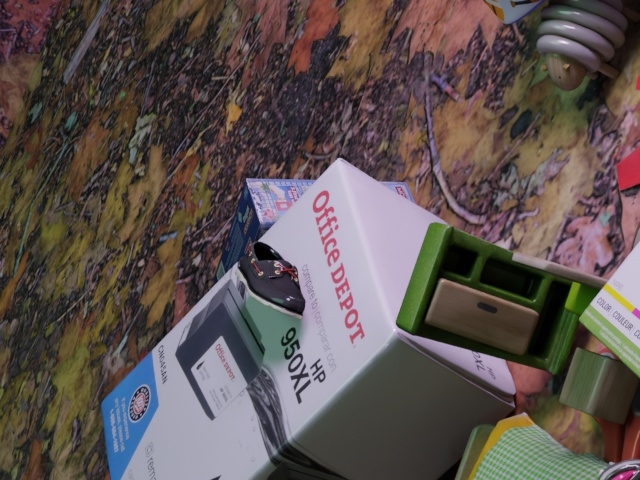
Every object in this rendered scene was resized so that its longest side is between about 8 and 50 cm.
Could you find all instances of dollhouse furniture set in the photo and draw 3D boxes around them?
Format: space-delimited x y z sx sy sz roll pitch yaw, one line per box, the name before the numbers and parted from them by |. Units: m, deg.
dollhouse furniture set | 0.144 0.159 1.494 0.197 0.151 0.301 20 91 68

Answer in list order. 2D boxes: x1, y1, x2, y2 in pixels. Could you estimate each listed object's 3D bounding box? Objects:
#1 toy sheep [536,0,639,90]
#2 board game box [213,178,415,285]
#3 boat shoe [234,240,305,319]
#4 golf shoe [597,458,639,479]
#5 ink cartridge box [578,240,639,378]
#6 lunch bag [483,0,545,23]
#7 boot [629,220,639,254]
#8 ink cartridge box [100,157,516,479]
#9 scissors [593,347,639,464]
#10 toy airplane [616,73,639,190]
toy sheep | 0.248 -0.203 1.697 0.091 0.091 0.132 3 72 62
board game box | 0.000 0.000 1.928 0.194 0.194 0.060 112 145 -54
boat shoe | -0.044 0.037 1.696 0.042 0.049 0.133 -62 25 8
golf shoe | 0.183 0.288 1.301 0.273 0.105 0.120 -58 33 16
ink cartridge box | 0.328 0.011 1.306 0.255 0.097 0.189 -53 20 5
lunch bag | 0.237 -0.347 1.716 0.243 0.115 0.303 -34 19 43
boot | 0.307 -0.010 1.484 0.118 0.042 0.087 -61 29 13
ink cartridge box | -0.025 0.159 1.775 0.395 0.166 0.285 -46 33 21
scissors | 0.247 0.197 1.451 0.109 0.021 0.297 -36 39 47
toy airplane | 0.304 -0.104 1.579 0.151 0.028 0.151 -44 34 40
